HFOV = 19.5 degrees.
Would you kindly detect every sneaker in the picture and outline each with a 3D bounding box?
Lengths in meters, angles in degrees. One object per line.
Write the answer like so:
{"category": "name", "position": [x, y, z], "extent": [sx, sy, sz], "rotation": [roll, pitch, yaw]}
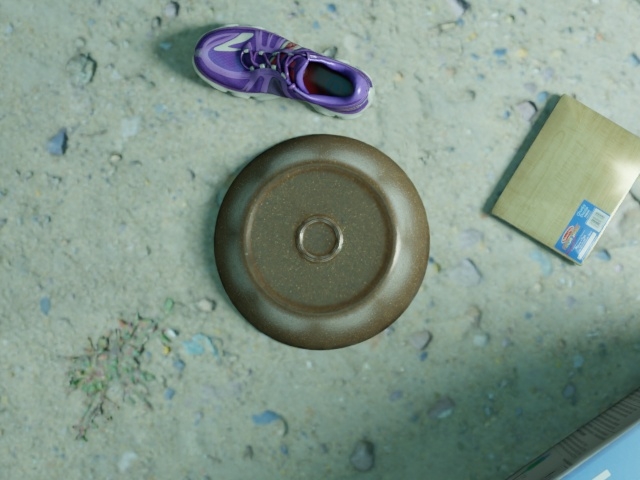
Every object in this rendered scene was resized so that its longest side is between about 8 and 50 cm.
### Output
{"category": "sneaker", "position": [-0.033, -0.158, 1.682], "extent": [0.170, 0.071, 0.068], "rotation": [13, 86, 6]}

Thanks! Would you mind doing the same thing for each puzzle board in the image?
{"category": "puzzle board", "position": [0.228, -0.055, 1.686], "extent": [0.096, 0.011, 0.128], "rotation": [32, 89, 5]}

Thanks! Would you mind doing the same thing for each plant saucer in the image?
{"category": "plant saucer", "position": [0.000, 0.000, 1.685], "extent": [0.198, 0.036, 0.198], "rotation": [0, 86, 4]}

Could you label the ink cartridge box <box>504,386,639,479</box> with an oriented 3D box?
{"category": "ink cartridge box", "position": [0.320, 0.177, 1.530], "extent": [0.395, 0.270, 0.151], "rotation": [-37, 86, 1]}
